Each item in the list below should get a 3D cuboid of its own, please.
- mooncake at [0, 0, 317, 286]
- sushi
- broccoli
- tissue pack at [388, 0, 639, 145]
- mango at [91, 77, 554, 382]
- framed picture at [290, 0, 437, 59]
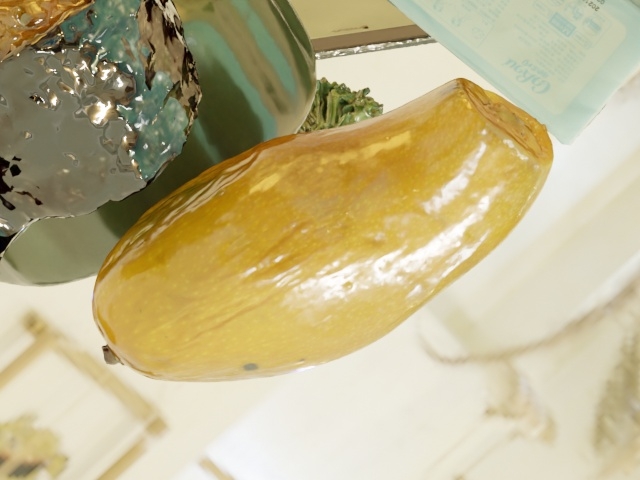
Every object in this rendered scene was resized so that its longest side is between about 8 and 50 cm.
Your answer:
[{"bbox_3d":[-0.181,-0.128,1.390,0.187,0.351,0.351,62,176,-28],"label":"mooncake"},{"bbox_3d":[-0.255,-0.095,1.079,0.207,0.348,0.234,61,-158,-50],"label":"sushi"},{"bbox_3d":[-0.002,-0.091,2.126,0.145,0.165,0.304,7,-153,1],"label":"broccoli"},{"bbox_3d":[0.191,-0.238,1.592,0.263,0.177,0.089,38,-137,2],"label":"tissue pack"},{"bbox_3d":[0.003,0.002,1.218,0.187,0.359,0.144,71,177,-48],"label":"mango"},{"bbox_3d":[-0.006,-0.282,1.930,0.347,0.265,0.016,-123,27,-57],"label":"framed picture"}]
